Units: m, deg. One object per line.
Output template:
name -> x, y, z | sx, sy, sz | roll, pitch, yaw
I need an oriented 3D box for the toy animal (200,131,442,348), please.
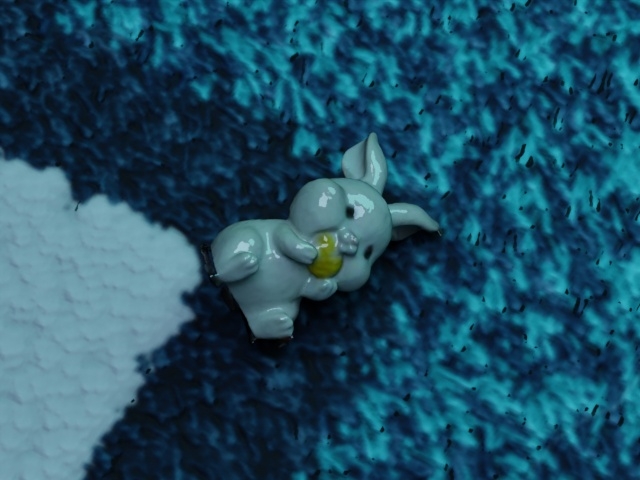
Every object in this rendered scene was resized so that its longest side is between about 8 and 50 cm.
toy animal -> 0.000, 0.001, 1.024 | 0.124, 0.085, 0.071 | -30, 99, 3
